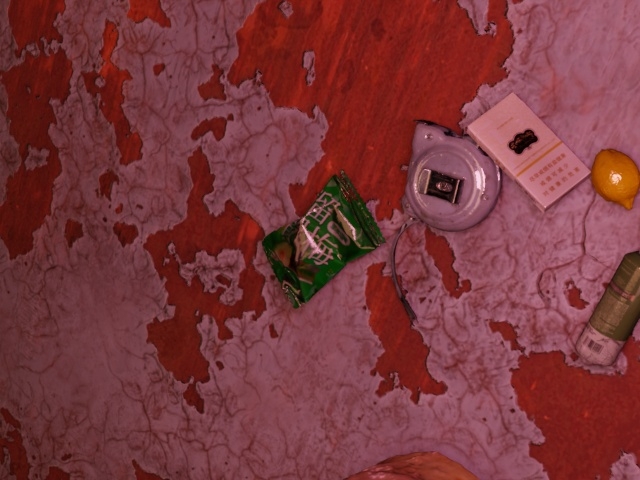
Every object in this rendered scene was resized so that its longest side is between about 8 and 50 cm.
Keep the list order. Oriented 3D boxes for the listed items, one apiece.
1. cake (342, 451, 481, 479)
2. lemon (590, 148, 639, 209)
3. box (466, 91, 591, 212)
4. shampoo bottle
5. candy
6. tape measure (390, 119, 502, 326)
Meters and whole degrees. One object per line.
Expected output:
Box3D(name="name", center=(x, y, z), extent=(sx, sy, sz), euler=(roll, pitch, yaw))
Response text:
Box3D(name="cake", center=(0.102, 0.505, 1.549), extent=(0.332, 0.321, 0.332), euler=(5, 98, 36))
Box3D(name="lemon", center=(0.406, -0.084, 1.407), extent=(0.065, 0.065, 0.092), euler=(-26, 82, 35))
Box3D(name="box", center=(0.297, -0.127, 1.468), extent=(0.090, 0.024, 0.167), euler=(-37, 71, -10))
Box3D(name="shampoo bottle", center=(0.423, 0.074, 1.419), extent=(0.065, 0.065, 0.204), euler=(34, 115, 26))
Box3D(name="candy", center=(0.000, -0.002, 1.695), extent=(0.203, 0.078, 0.141), euler=(-38, 86, 20))
Box3D(name="tape measure", center=(0.180, -0.010, 1.562), extent=(0.164, 0.084, 0.330), euler=(17, 105, 36))
